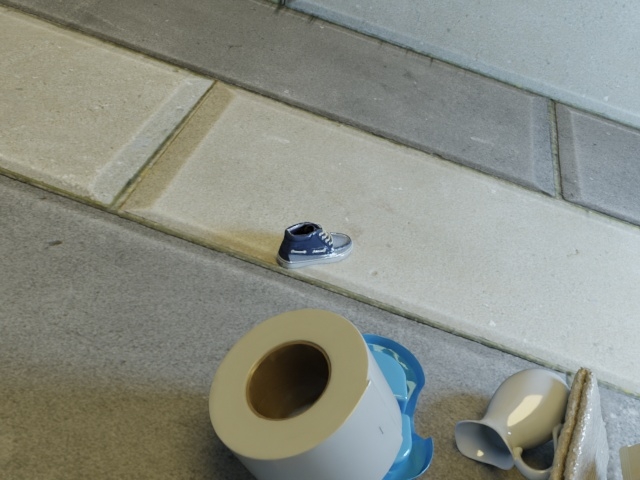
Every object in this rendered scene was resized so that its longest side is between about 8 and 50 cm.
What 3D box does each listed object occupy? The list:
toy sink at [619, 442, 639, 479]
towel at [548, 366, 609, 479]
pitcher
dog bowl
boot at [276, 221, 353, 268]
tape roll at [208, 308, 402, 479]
[{"bbox_3d":[0.560,0.387,1.123,0.152,0.234,0.131,31,43,-18],"label":"toy sink"},{"bbox_3d":[0.429,0.361,1.185,0.049,0.187,0.282,-2,29,30],"label":"towel"},{"bbox_3d":[0.361,0.316,1.243,0.207,0.126,0.177,-26,38,-36],"label":"pitcher"},{"bbox_3d":[0.092,0.290,1.218,0.165,0.074,0.297,12,39,-8],"label":"dog bowl"},{"bbox_3d":[0.000,0.000,1.524,0.189,0.086,0.069,-15,49,-36],"label":"boot"},{"bbox_3d":[-0.018,0.246,1.064,0.246,0.169,0.246,-14,43,14],"label":"tape roll"}]
